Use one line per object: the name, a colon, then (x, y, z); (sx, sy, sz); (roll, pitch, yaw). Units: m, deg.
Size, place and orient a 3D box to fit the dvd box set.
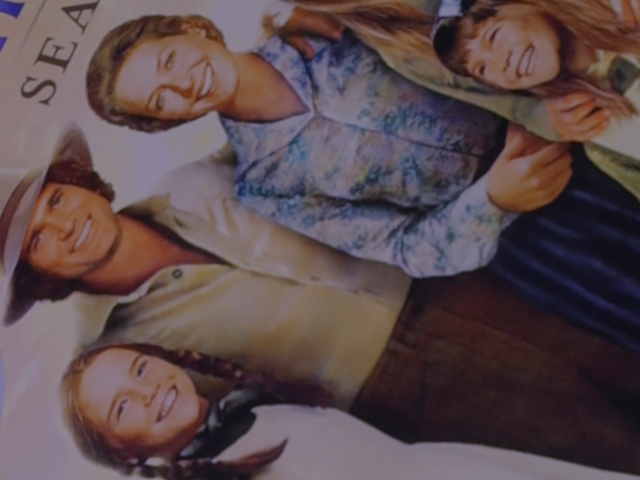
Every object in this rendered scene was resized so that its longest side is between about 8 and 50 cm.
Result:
dvd box set: (0.000, 0.000, 0.429); (0.420, 0.062, 0.307); (18, 76, 25)
